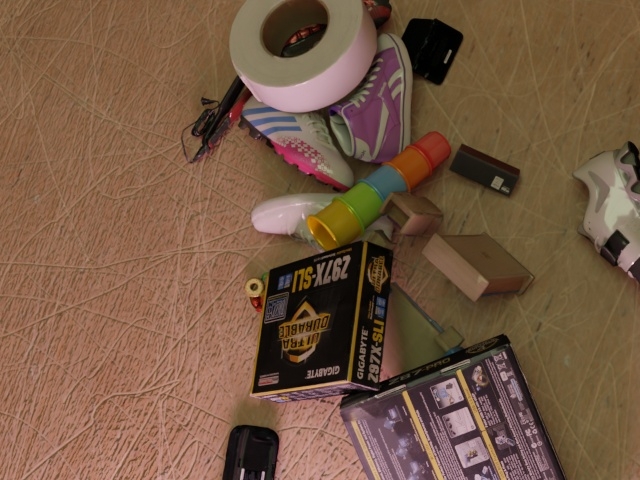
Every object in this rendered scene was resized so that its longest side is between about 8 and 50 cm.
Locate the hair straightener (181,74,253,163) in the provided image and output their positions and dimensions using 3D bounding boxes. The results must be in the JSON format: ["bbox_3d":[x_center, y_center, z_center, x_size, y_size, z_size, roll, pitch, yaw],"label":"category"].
[{"bbox_3d":[-0.225,-0.267,2.163,0.089,0.047,0.230,35,90,21],"label":"hair straightener"}]

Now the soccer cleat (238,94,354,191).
[{"bbox_3d":[-0.036,-0.222,2.022,0.331,0.116,0.143,38,99,35],"label":"soccer cleat"}]

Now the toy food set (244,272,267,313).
[{"bbox_3d":[-0.110,0.106,2.033,0.082,0.020,0.083,-19,70,9],"label":"toy food set"}]

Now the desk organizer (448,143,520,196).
[{"bbox_3d":[0.322,-0.139,1.970,0.130,0.050,0.047,25,116,5],"label":"desk organizer"}]

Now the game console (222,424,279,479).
[{"bbox_3d":[-0.136,0.534,1.910,0.213,0.044,0.361,5,77,14],"label":"game console"}]

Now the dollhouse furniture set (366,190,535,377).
[{"bbox_3d":[0.195,0.113,1.911,0.286,0.198,0.303,45,114,27],"label":"dollhouse furniture set"}]

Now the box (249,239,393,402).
[{"bbox_3d":[-0.002,0.156,1.853,0.322,0.079,0.257,-18,57,53],"label":"box"}]

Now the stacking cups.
[{"bbox_3d":[0.123,-0.092,1.924,0.316,0.096,0.096,-36,67,-20],"label":"stacking cups"}]

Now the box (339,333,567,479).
[{"bbox_3d":[0.251,0.402,1.742,0.318,0.097,0.395,-23,94,6],"label":"box"}]

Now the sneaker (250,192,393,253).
[{"bbox_3d":[0.000,0.000,1.988,0.292,0.108,0.169,-4,71,13],"label":"sneaker"}]

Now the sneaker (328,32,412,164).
[{"bbox_3d":[0.095,-0.293,2.010,0.161,0.102,0.282,6,72,-23],"label":"sneaker"}]

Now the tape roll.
[{"bbox_3d":[-0.036,-0.397,1.999,0.286,0.100,0.286,-9,64,18],"label":"tape roll"}]

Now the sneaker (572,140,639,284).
[{"bbox_3d":[0.556,-0.003,1.849,0.146,0.122,0.331,-22,70,27],"label":"sneaker"}]

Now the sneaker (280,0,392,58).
[{"bbox_3d":[0.032,-0.407,2.099,0.276,0.097,0.135,-24,70,10],"label":"sneaker"}]

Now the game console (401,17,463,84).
[{"bbox_3d":[0.219,-0.392,2.091,0.107,0.071,0.122,27,83,-10],"label":"game console"}]
